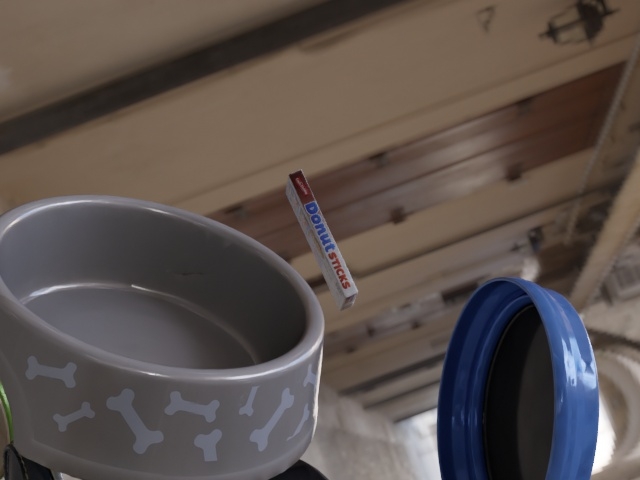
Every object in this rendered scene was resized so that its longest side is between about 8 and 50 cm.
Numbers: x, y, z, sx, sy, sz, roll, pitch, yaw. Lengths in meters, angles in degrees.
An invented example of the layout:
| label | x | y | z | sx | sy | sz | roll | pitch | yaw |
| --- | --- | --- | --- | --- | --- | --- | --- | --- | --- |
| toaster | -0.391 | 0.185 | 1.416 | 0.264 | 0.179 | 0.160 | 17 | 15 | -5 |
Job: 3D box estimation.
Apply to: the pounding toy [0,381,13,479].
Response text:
| label | x | y | z | sx | sy | sz | roll | pitch | yaw |
| --- | --- | --- | --- | --- | --- | --- | --- | --- | --- |
| pounding toy | -0.419 | 0.229 | 1.599 | 0.183 | 0.110 | 0.237 | 35 | -58 | 27 |

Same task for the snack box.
| label | x | y | z | sx | sy | sz | roll | pitch | yaw |
| --- | --- | --- | --- | --- | --- | --- | --- | --- | --- |
| snack box | 0.000 | 0.000 | 1.606 | 0.064 | 0.022 | 0.178 | 104 | -37 | -71 |

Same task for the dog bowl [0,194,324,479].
| label | x | y | z | sx | sy | sz | roll | pitch | yaw |
| --- | --- | --- | --- | --- | --- | --- | --- | --- | --- |
| dog bowl | -0.154 | 0.073 | 1.104 | 0.349 | 0.348 | 0.102 | -105 | -151 | -61 |

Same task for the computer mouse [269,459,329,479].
| label | x | y | z | sx | sy | sz | roll | pitch | yaw |
| --- | --- | --- | --- | --- | --- | --- | --- | --- | --- |
| computer mouse | -0.084 | 0.288 | 1.230 | 0.072 | 0.272 | 0.188 | -20 | 89 | -44 |

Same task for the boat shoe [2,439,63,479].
| label | x | y | z | sx | sy | sz | roll | pitch | yaw |
| --- | --- | --- | --- | --- | --- | --- | --- | --- | --- |
| boat shoe | -0.275 | 0.308 | 1.173 | 0.095 | 0.079 | 0.254 | 11 | -73 | 61 |

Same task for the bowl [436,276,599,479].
| label | x | y | z | sx | sy | sz | roll | pitch | yaw |
| --- | --- | --- | --- | --- | --- | --- | --- | --- | --- |
| bowl | 0.273 | 0.248 | 1.779 | 0.391 | 0.077 | 0.391 | -174 | -90 | -73 |
